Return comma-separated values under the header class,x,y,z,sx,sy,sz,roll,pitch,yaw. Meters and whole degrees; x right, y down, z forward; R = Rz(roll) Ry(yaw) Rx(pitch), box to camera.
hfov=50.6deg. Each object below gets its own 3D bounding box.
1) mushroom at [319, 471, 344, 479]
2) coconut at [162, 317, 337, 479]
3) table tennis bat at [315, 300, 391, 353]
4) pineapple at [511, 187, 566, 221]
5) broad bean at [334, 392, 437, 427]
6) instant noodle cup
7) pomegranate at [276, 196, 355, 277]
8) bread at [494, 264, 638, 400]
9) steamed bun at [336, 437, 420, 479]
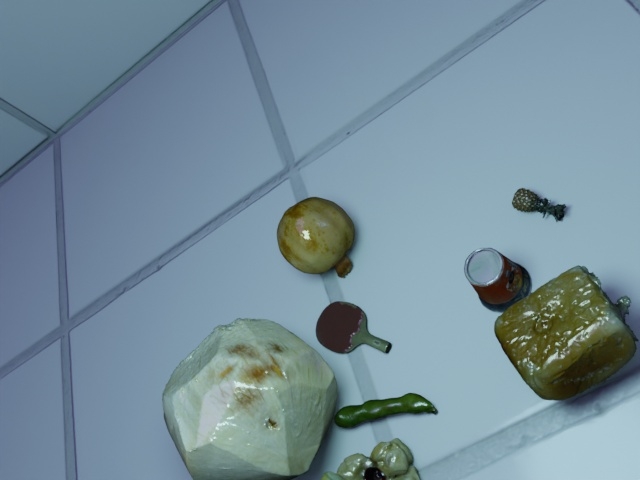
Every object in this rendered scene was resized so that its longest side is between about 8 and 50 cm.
class,x,y,z,sx,sy,sz,roll,pitch,yaw
mushroom,-0.016,0.630,1.381,0.100,0.081,0.312,24,92,40
coconut,-0.152,0.385,1.540,0.415,0.345,0.415,-20,54,30
table tennis bat,0.080,0.225,1.676,0.234,0.022,0.131,18,77,42
pineapple,0.495,-0.081,1.518,0.124,0.058,0.058,20,79,35
broad bean,0.139,0.383,1.530,0.256,0.052,0.052,-16,99,26
instant noodle cup,0.375,0.078,1.460,0.127,0.136,0.127,-16,59,28
pomegranate,-0.011,-0.013,1.743,0.207,0.207,0.207,-17,57,28
bread,0.487,0.184,1.299,0.246,0.176,0.195,-38,38,17
steamed bun,0.119,0.524,1.427,0.177,0.106,0.192,-34,52,19
